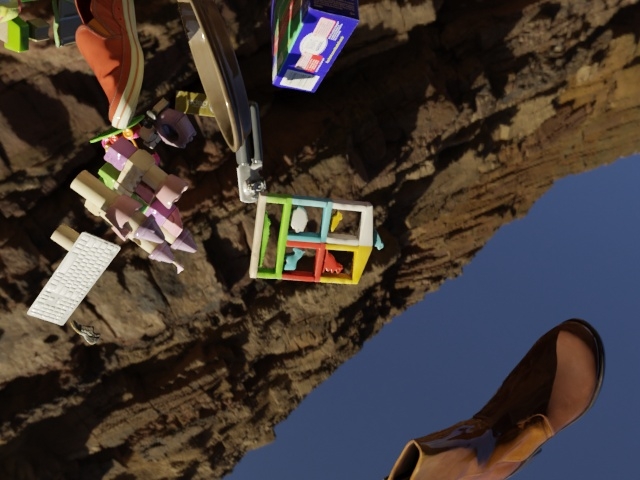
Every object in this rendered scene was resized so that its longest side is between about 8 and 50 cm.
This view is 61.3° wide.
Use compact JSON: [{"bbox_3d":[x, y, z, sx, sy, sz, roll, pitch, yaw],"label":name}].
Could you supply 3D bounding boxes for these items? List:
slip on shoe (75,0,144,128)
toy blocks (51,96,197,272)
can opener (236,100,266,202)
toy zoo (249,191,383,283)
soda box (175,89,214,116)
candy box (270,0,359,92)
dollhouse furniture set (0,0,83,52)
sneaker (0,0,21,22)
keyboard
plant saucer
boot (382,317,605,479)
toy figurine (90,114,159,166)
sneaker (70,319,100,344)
[{"bbox_3d":[-0.376,-0.332,0.951,0.101,0.123,0.331,0,-120,-33],"label":"slip on shoe"},{"bbox_3d":[-0.354,-0.073,1.163,0.260,0.288,0.309,38,-131,-12],"label":"toy blocks"},{"bbox_3d":[-0.198,-0.232,1.444,0.074,0.280,0.093,-18,-146,-28],"label":"can opener"},{"bbox_3d":[0.000,0.000,1.192,0.293,0.192,0.030,5,-160,-14],"label":"toy zoo"},{"bbox_3d":[-0.320,-0.388,1.550,0.181,0.061,0.058,7,-169,2],"label":"soda box"},{"bbox_3d":[-0.024,-0.556,1.245,0.122,0.268,0.317,7,-112,-21],"label":"candy box"},{"bbox_3d":[-0.808,-0.685,1.567,0.151,0.197,0.301,30,-144,8],"label":"dollhouse furniture set"},{"bbox_3d":[-0.437,-0.288,0.659,0.208,0.081,0.094,22,-149,34],"label":"sneaker"},{"bbox_3d":[-0.473,0.078,1.029,0.256,0.072,0.014,-45,-139,26],"label":"keyboard"},{"bbox_3d":[-0.169,-0.281,0.873,0.041,0.278,0.278,-20,-128,-11],"label":"plant saucer"},{"bbox_3d":[0.194,0.209,0.644,0.280,0.264,0.096,3,-142,-39],"label":"boot"},{"bbox_3d":[-0.519,-0.237,1.484,0.173,0.159,0.130,-17,-154,19],"label":"toy figurine"},{"bbox_3d":[-0.616,0.234,1.421,0.037,0.083,0.032,-46,-164,-11],"label":"sneaker"}]
